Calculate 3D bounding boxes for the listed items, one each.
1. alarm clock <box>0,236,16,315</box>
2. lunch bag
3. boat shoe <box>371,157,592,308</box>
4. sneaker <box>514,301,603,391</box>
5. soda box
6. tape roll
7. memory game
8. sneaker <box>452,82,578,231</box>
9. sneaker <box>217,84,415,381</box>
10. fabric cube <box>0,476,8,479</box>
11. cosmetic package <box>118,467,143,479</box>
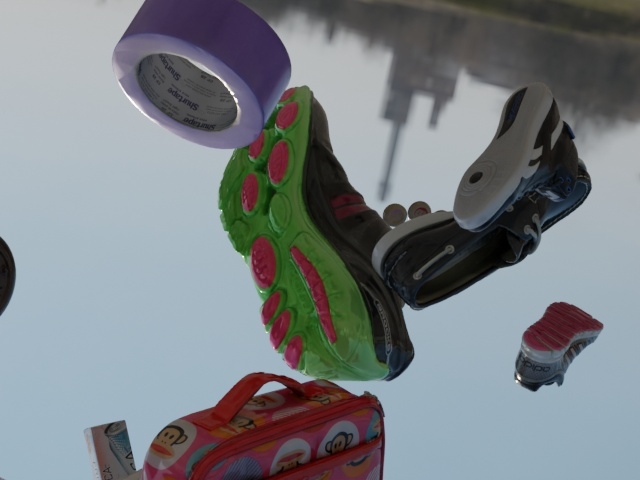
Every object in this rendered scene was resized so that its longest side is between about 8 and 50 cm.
[{"bbox_3d":[-0.418,0.063,1.944,0.064,0.192,0.129,17,-145,38],"label":"alarm clock"},{"bbox_3d":[-0.059,0.264,1.777,0.293,0.258,0.120,-14,-154,-42],"label":"lunch bag"},{"bbox_3d":[0.213,-0.005,1.992,0.302,0.114,0.091,-28,-131,-11],"label":"boat shoe"},{"bbox_3d":[0.261,0.122,1.833,0.063,0.075,0.170,30,-154,20],"label":"sneaker"},{"bbox_3d":[-0.332,0.388,2.659,0.063,0.183,0.058,-11,175,-22],"label":"soda box"},{"bbox_3d":[-0.133,-0.194,1.840,0.189,0.080,0.189,20,149,13],"label":"tape roll"},{"bbox_3d":[0.133,0.026,2.483,0.186,0.186,0.012,10,-161,-17],"label":"memory game"},{"bbox_3d":[0.237,-0.067,1.871,0.079,0.217,0.121,-4,135,45],"label":"sneaker"},{"bbox_3d":[0.000,0.000,2.161,0.202,0.185,0.483,25,-141,-40],"label":"sneaker"},{"bbox_3d":[-0.383,0.336,1.513,0.259,0.254,0.258,32,174,41],"label":"fabric cube"},{"bbox_3d":[-0.216,0.429,2.481,0.225,0.224,0.138,-28,-115,-21],"label":"cosmetic package"}]
